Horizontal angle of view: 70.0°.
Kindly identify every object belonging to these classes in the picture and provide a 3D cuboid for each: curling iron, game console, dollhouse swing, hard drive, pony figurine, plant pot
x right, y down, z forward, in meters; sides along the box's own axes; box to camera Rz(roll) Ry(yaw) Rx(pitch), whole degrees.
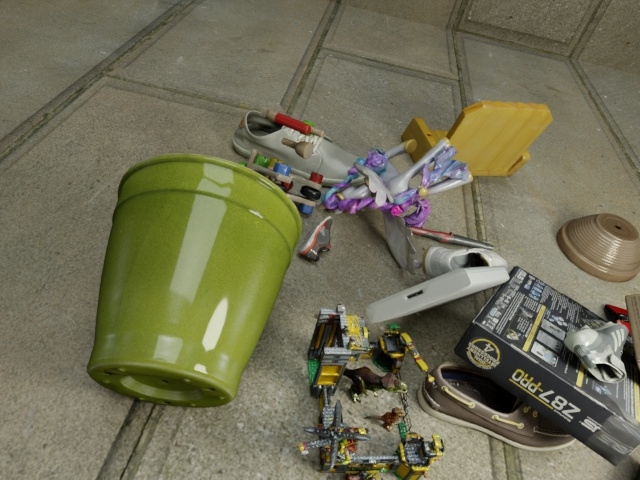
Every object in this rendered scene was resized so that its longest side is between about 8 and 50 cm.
[{"bbox_3d":[0.351,-0.018,1.278,0.274,0.035,0.068,15,44,2],"label":"curling iron"},{"bbox_3d":[0.793,0.234,1.146,0.144,0.085,0.124,18,13,4],"label":"game console"},{"bbox_3d":[0.502,-0.381,1.490,0.348,0.304,0.315,-1,46,-13],"label":"dollhouse swing"},{"bbox_3d":[0.248,0.104,0.926,0.308,0.203,0.040,3,64,-57],"label":"hard drive"},{"bbox_3d":[0.193,-0.126,1.183,0.364,0.302,0.351,-29,30,-5],"label":"pony figurine"},{"bbox_3d":[-0.236,0.097,0.829,0.367,0.366,0.352,9,55,-4],"label":"plant pot"},{"bbox_3d":[0.829,-0.003,1.326,0.238,0.109,0.237,7,44,-6],"label":"plant pot"}]

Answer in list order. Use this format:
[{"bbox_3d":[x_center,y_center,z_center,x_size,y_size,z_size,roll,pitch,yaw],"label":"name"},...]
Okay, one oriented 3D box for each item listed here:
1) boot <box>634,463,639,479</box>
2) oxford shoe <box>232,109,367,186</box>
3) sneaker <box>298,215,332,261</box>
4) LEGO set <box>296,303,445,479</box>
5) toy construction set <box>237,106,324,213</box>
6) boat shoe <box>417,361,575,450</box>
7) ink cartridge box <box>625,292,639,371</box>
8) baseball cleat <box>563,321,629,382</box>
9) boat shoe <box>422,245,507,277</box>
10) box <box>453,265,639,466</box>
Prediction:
[{"bbox_3d":[0.648,0.539,0.723,0.378,0.138,0.284,36,48,29],"label":"boot"},{"bbox_3d":[-0.051,-0.279,1.381,0.450,0.130,0.169,19,43,4],"label":"oxford shoe"},{"bbox_3d":[0.000,0.000,1.175,0.065,0.061,0.157,43,46,-9],"label":"sneaker"},{"bbox_3d":[0.094,0.260,0.823,0.255,0.192,0.331,10,44,-4],"label":"LEGO set"},{"bbox_3d":[-0.137,-0.190,1.165,0.237,0.308,0.257,28,38,21],"label":"toy construction set"},{"bbox_3d":[0.361,0.320,0.895,0.325,0.096,0.116,16,43,2],"label":"boat shoe"},{"bbox_3d":[0.686,0.247,0.899,0.088,0.234,0.193,-17,25,34],"label":"ink cartridge box"},{"bbox_3d":[0.527,0.207,0.846,0.206,0.072,0.109,2,52,-33],"label":"baseball cleat"},{"bbox_3d":[0.374,0.067,1.106,0.277,0.098,0.096,4,1,-33],"label":"boat shoe"},{"bbox_3d":[0.489,0.218,0.953,0.318,0.097,0.395,33,28,21],"label":"box"}]
